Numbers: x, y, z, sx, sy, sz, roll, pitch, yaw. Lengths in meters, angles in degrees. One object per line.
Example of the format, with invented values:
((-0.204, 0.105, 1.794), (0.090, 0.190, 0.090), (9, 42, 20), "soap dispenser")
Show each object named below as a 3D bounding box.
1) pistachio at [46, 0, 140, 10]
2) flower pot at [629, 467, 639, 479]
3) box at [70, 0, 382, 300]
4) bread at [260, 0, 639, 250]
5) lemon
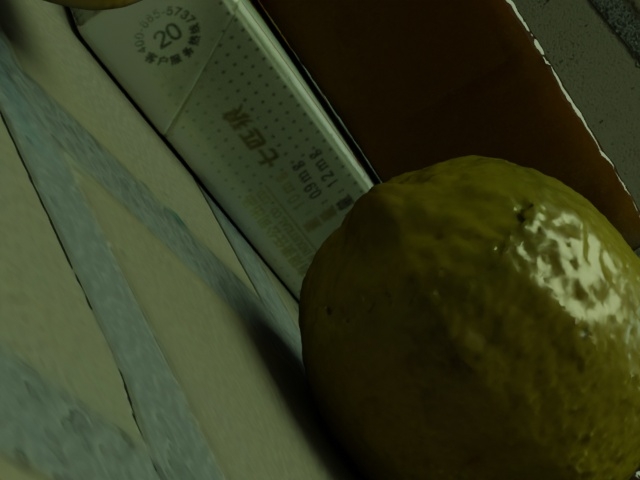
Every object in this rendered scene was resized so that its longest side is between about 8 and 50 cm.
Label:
((-0.141, -0.260, 0.769), (0.309, 0.230, 0.230), (60, 6, 9), "pistachio")
((0.357, 0.258, 1.739), (0.266, 0.267, 0.266), (54, 5, -7), "flower pot")
((-0.055, -0.102, 1.131), (0.330, 0.095, 0.210), (54, 6, -39), "box")
((0.069, -0.117, 1.110), (0.361, 0.138, 0.077), (56, 4, -14), "bread")
((0.089, 0.058, 0.905), (0.231, 0.192, 0.192), (48, 8, -21), "lemon")
